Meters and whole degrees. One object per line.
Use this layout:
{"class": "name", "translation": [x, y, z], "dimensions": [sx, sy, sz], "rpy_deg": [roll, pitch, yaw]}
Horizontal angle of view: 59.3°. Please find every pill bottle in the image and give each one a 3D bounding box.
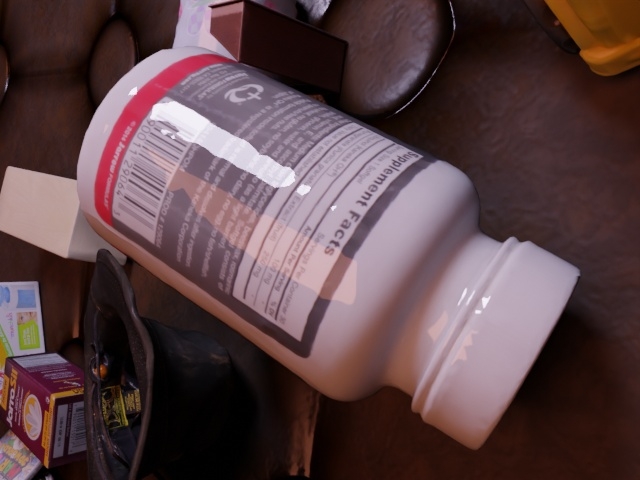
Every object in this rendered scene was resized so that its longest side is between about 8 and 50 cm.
{"class": "pill bottle", "translation": [0.000, 0.000, 0.401], "dimensions": [0.318, 0.176, 0.176], "rpy_deg": [31, 109, 20]}

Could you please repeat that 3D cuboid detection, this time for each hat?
{"class": "hat", "translation": [-0.170, 0.165, 0.603], "dimensions": [0.331, 0.134, 0.331], "rpy_deg": [-2, 88, 61]}

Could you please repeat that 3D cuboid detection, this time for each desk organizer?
{"class": "desk organizer", "translation": [-0.036, -0.168, 0.502], "dimensions": [0.047, 0.130, 0.050], "rpy_deg": [10, 96, 41]}

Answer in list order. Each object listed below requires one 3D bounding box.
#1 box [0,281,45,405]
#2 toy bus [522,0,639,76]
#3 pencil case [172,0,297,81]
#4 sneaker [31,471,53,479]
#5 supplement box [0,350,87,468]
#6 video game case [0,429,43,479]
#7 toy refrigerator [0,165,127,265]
{"class": "box", "translation": [-0.542, 0.180, 0.948], "dimensions": [0.103, 0.114, 0.203], "rpy_deg": [-24, 73, 39]}
{"class": "toy bus", "translation": [0.133, -0.228, 0.302], "dimensions": [0.149, 0.211, 0.220], "rpy_deg": [-37, 63, 36]}
{"class": "pencil case", "translation": [-0.107, -0.143, 0.576], "dimensions": [0.124, 0.113, 0.273], "rpy_deg": [18, 100, 38]}
{"class": "sneaker", "translation": [-0.486, 0.411, 0.908], "dimensions": [0.170, 0.075, 0.063], "rpy_deg": [-10, 85, 41]}
{"class": "supplement box", "translation": [-0.401, 0.244, 0.839], "dimensions": [0.188, 0.081, 0.104], "rpy_deg": [11, 96, 42]}
{"class": "video game case", "translation": [-0.499, 0.360, 0.899], "dimensions": [0.119, 0.015, 0.166], "rpy_deg": [20, 63, 40]}
{"class": "toy refrigerator", "translation": [-0.377, -0.040, 0.829], "dimensions": [0.269, 0.094, 0.102], "rpy_deg": [12, 89, 41]}
